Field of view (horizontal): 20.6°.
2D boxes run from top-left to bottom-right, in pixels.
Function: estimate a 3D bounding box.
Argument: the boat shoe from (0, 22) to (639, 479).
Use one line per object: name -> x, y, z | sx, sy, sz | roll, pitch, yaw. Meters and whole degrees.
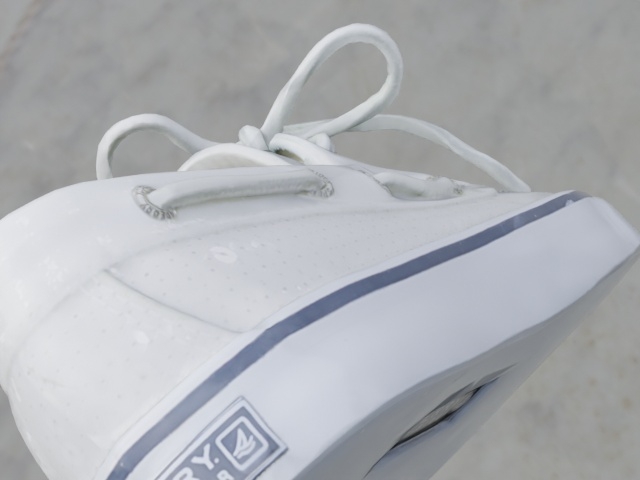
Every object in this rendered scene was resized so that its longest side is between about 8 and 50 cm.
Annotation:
boat shoe -> -0.006, 0.006, 0.599 | 0.156, 0.367, 0.136 | 46, 113, 12
